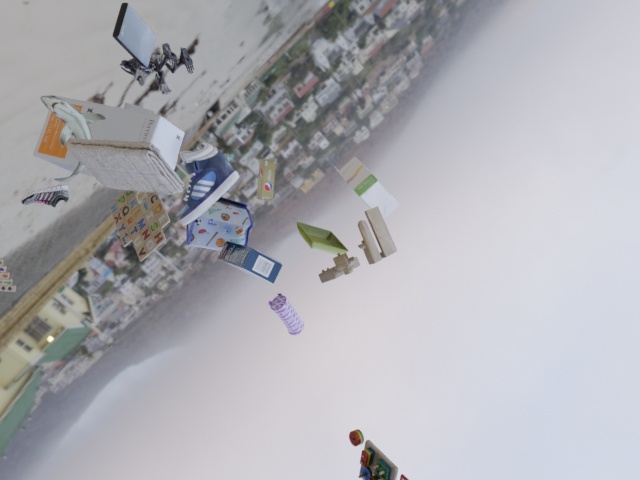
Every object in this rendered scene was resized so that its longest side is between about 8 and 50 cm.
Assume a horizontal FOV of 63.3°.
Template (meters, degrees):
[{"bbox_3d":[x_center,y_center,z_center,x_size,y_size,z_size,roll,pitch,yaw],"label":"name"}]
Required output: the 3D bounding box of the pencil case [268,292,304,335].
[{"bbox_3d":[-0.148,0.330,2.273,0.088,0.206,0.086,-14,-143,22],"label":"pencil case"}]

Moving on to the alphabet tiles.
[{"bbox_3d":[-0.550,-0.066,1.583,0.198,0.237,0.009,-37,157,20],"label":"alphabet tiles"}]

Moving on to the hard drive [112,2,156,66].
[{"bbox_3d":[-0.470,-0.518,1.317,0.135,0.022,0.094,46,54,-72],"label":"hard drive"}]

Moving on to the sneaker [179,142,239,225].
[{"bbox_3d":[-0.515,-0.245,2.122,0.323,0.236,0.130,-43,-173,2],"label":"sneaker"}]

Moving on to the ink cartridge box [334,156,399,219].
[{"bbox_3d":[0.217,-0.270,2.514,0.119,0.207,0.353,-42,-143,7],"label":"ink cartridge box"}]

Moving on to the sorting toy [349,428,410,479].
[{"bbox_3d":[0.159,0.677,1.492,0.274,0.046,0.133,30,-61,48],"label":"sorting toy"}]

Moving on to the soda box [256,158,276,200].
[{"bbox_3d":[-0.245,-0.273,2.338,0.061,0.058,0.182,28,-66,58],"label":"soda box"}]

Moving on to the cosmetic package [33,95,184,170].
[{"bbox_3d":[-0.720,-0.328,1.771,0.161,0.452,0.230,33,71,-71],"label":"cosmetic package"}]

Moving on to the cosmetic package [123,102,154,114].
[{"bbox_3d":[-0.752,-0.457,2.117,0.107,0.127,0.238,-58,-151,31],"label":"cosmetic package"}]

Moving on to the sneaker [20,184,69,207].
[{"bbox_3d":[-1.033,-0.156,1.960,0.170,0.075,0.063,-21,-179,-26],"label":"sneaker"}]

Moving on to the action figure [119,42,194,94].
[{"bbox_3d":[-0.588,-0.595,1.827,0.275,0.141,0.164,-5,-178,33],"label":"action figure"}]

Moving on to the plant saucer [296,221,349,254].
[{"bbox_3d":[0.000,0.000,2.184,0.045,0.188,0.188,-64,-146,16],"label":"plant saucer"}]

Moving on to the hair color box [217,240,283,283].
[{"bbox_3d":[-0.332,0.096,2.409,0.347,0.173,0.105,10,-109,60],"label":"hair color box"}]

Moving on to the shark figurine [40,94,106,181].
[{"bbox_3d":[-0.739,-0.307,1.576,0.166,0.278,0.116,-12,-147,-30],"label":"shark figurine"}]

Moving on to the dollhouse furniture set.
[{"bbox_3d":[0.073,0.010,1.291,0.151,0.123,0.144,-23,180,40],"label":"dollhouse furniture set"}]

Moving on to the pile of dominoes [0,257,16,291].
[{"bbox_3d":[-1.165,0.110,1.743,0.195,0.251,0.040,-9,-139,-14],"label":"pile of dominoes"}]

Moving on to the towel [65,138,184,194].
[{"bbox_3d":[-0.513,-0.198,1.380,0.282,0.187,0.049,8,-119,19],"label":"towel"}]

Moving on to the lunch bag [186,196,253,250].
[{"bbox_3d":[-0.555,-0.116,2.827,0.385,0.327,0.239,-119,-134,-64],"label":"lunch bag"}]
